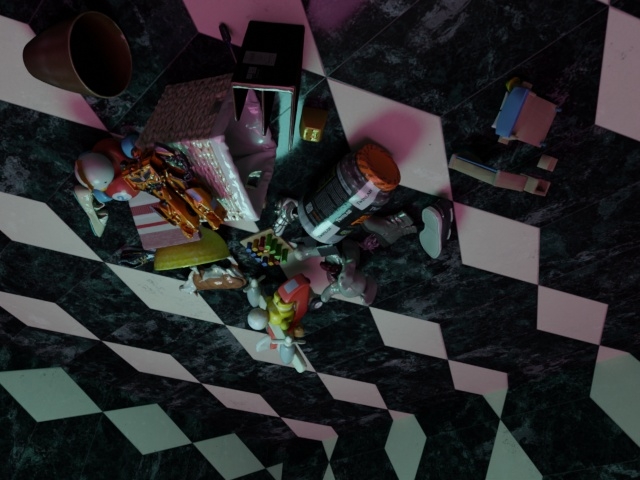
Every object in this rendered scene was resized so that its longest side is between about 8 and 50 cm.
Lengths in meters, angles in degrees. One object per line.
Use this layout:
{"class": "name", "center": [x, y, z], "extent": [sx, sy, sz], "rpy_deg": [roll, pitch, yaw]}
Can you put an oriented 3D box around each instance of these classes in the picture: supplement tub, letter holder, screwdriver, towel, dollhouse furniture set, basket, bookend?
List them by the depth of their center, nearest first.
{"class": "letter holder", "center": [-0.131, -0.401, 1.305], "extent": [0.152, 0.301, 0.214], "rpy_deg": [5, 139, -1]}
{"class": "screwdriver", "center": [-0.233, -0.503, 1.324], "extent": [0.025, 0.169, 0.024], "rpy_deg": [-21, 174, -42]}
{"class": "basket", "center": [-0.314, -0.266, 1.464], "extent": [0.267, 0.328, 0.331], "rpy_deg": [-4, 139, 15]}
{"class": "dollhouse furniture set", "center": [0.591, -0.325, 1.522], "extent": [0.286, 0.198, 0.303], "rpy_deg": [5, 112, -34]}
{"class": "supplement tub", "center": [0.093, -0.153, 1.646], "extent": [0.207, 0.207, 0.338], "rpy_deg": [27, 134, -25]}
{"class": "towel", "center": [-0.559, -0.139, 1.725], "extent": [0.237, 0.037, 0.328], "rpy_deg": [-9, 105, 15]}
{"class": "bookend", "center": [0.000, 0.000, 1.866], "extent": [0.156, 0.157, 0.072], "rpy_deg": [-12, 136, 17]}

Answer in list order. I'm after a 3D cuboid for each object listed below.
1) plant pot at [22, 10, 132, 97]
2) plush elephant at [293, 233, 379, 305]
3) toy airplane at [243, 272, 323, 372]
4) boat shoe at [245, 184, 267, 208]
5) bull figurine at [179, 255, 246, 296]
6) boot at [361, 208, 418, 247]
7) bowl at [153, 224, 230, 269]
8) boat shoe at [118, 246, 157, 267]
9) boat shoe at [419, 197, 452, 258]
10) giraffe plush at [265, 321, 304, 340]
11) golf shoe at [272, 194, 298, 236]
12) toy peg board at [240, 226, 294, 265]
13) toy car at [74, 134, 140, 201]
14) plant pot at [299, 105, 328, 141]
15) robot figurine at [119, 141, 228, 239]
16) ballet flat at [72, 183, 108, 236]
{"class": "plant pot", "center": [-0.676, -0.491, 1.338], "extent": [0.231, 0.215, 0.215], "rpy_deg": [4, 141, 21]}
{"class": "plush elephant", "center": [0.088, 0.134, 1.937], "extent": [0.330, 0.255, 0.272], "rpy_deg": [-22, 133, 26]}
{"class": "toy airplane", "center": [-0.190, 0.329, 2.038], "extent": [0.272, 0.384, 0.386], "rpy_deg": [3, 175, -42]}
{"class": "boat shoe", "center": [-0.351, -0.126, 1.777], "extent": [0.325, 0.116, 0.123], "rpy_deg": [-1, 139, 6]}
{"class": "bull figurine", "center": [-0.474, 0.151, 2.117], "extent": [0.311, 0.101, 0.188], "rpy_deg": [-7, 136, 12]}
{"class": "boot", "center": [0.248, -0.080, 1.829], "extent": [0.161, 0.083, 0.246], "rpy_deg": [-29, 135, 23]}
{"class": "bowl", "center": [-0.499, 0.010, 1.890], "extent": [0.290, 0.289, 0.156], "rpy_deg": [-8, 95, 13]}
{"class": "boat shoe", "center": [-0.743, 0.077, 2.064], "extent": [0.183, 0.083, 0.065], "rpy_deg": [2, 139, 1]}
{"class": "boat shoe", "center": [0.436, -0.039, 1.830], "extent": [0.091, 0.114, 0.302], "rpy_deg": [-36, 154, -14]}
{"class": "giraffe plush", "center": [-0.155, 0.346, 2.263], "extent": [0.181, 0.210, 0.170], "rpy_deg": [18, 138, 22]}
{"class": "golf shoe", "center": [-0.129, -0.081, 1.845], "extent": [0.094, 0.077, 0.198], "rpy_deg": [8, 140, -5]}
{"class": "toy peg board", "center": [-0.217, 0.044, 1.992], "extent": [0.161, 0.079, 0.161], "rpy_deg": [-21, 133, 26]}
{"class": "toy car", "center": [-0.694, -0.207, 1.584], "extent": [0.219, 0.238, 0.210], "rpy_deg": [-14, 108, 17]}
{"class": "plant pot", "center": [-0.025, -0.350, 1.522], "extent": [0.082, 0.083, 0.081], "rpy_deg": [9, 139, -5]}
{"class": "robot figurine", "center": [-0.396, -0.132, 1.322], "extent": [0.211, 0.085, 0.291], "rpy_deg": [-18, 132, 30]}
{"class": "ballet flat", "center": [-0.847, -0.112, 1.868], "extent": [0.086, 0.086, 0.248], "rpy_deg": [1, 138, 3]}
